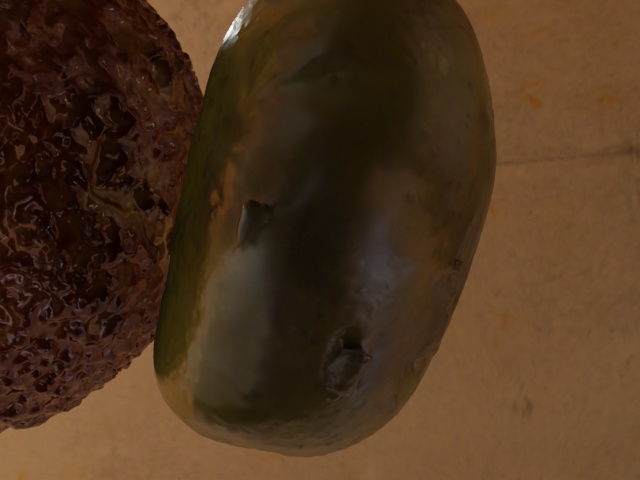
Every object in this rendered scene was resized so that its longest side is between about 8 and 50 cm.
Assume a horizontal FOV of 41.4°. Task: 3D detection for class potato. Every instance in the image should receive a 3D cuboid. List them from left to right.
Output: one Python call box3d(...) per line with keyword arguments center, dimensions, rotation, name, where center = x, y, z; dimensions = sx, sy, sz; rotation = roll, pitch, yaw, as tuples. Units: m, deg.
box3d(center=(0.000, 0.000, 0.408), dimensions=(0.160, 0.111, 0.272), rotation=(17, -75, 0), name="potato")

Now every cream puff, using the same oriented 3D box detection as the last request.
box3d(center=(-0.185, -0.050, 0.567), dimensions=(0.228, 0.350, 0.351), rotation=(-6, -109, 12), name="cream puff")
